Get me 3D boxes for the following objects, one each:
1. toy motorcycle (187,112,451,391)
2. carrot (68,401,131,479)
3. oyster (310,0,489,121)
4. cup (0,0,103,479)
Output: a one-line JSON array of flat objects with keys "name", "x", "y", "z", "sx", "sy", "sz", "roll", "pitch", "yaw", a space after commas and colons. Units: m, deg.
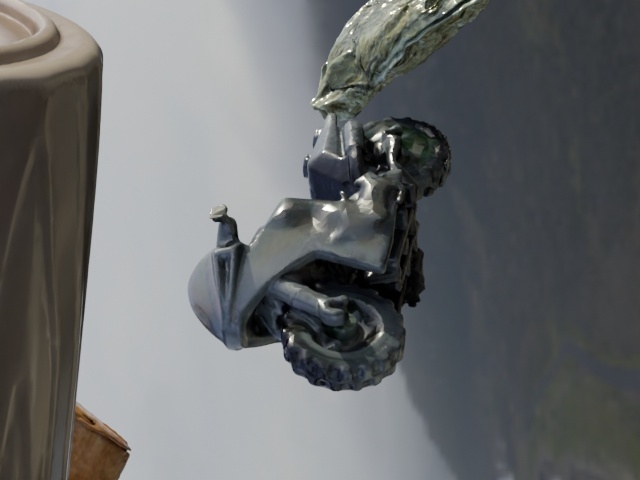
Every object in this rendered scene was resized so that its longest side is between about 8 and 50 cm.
[{"name": "toy motorcycle", "x": 0.000, "y": 0.000, "z": 1.157, "sx": 0.270, "sy": 0.159, "sz": 0.106, "roll": -74, "pitch": -17, "yaw": -47}, {"name": "carrot", "x": -0.293, "y": 0.271, "z": 1.591, "sx": 0.254, "sy": 0.196, "sz": 0.196, "roll": -51, "pitch": -13, "yaw": -12}, {"name": "oyster", "x": 0.071, "y": -0.165, "z": 1.283, "sx": 0.064, "sy": 0.177, "sz": 0.125, "roll": 52, "pitch": -150, "yaw": -15}, {"name": "cup", "x": -0.157, "y": 0.053, "z": 0.531, "sx": 0.288, "sy": 0.208, "sz": 0.273, "roll": -8, "pitch": -67, "yaw": -44}]
